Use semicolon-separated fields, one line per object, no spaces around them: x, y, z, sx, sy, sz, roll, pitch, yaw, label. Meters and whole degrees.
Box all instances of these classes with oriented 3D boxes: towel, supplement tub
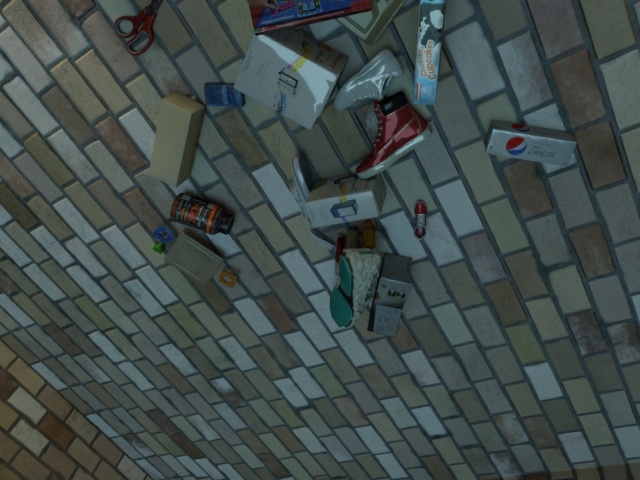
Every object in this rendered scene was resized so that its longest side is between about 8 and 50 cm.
-0.281;-0.424;1.495;0.119;0.029;0.067;6;125;11;towel
-0.393;-0.083;1.718;0.197;0.106;0.106;18;127;1;supplement tub

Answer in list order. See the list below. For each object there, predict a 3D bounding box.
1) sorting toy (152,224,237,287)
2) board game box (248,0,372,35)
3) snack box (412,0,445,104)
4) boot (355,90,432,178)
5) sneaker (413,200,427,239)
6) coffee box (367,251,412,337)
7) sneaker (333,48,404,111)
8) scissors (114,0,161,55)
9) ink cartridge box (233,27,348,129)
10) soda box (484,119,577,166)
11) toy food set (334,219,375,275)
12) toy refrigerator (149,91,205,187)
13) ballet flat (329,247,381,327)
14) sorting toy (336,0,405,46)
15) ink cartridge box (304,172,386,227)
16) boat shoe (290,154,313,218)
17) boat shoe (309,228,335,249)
-0.458;0.064;1.876;0.347;0.047;0.196;35;130;-10;sorting toy
-0.031;-0.582;1.193;0.281;0.027;0.145;-12;97;1;board game box
0.258;-0.505;1.196;0.060;0.187;0.322;6;125;11;snack box
0.163;-0.298;1.434;0.244;0.088;0.176;-36;109;23;boot
0.306;-0.058;1.571;0.042;0.067;0.119;0;124;14;sneaker
0.231;0.183;1.715;0.098;0.141;0.247;12;126;6;coffee box
0.126;-0.400;1.357;0.212;0.080;0.094;-39;83;32;sneaker
-0.456;-0.626;1.409;0.297;0.021;0.109;-27;111;28;scissors
-0.071;-0.439;1.340;0.232;0.171;0.168;28;126;-5;ink cartridge box
0.554;-0.260;1.363;0.215;0.069;0.074;11;126;7;soda box
0.106;0.035;1.693;0.111;0.105;0.232;7;145;-6;toy food set
-0.443;-0.308;1.583;0.102;0.094;0.270;27;126;4;toy refrigerator
0.122;0.160;1.674;0.146;0.147;0.409;15;145;4;ballet flat
0.125;-0.658;1.221;0.229;0.041;0.307;37;125;-6;sorting toy
0.077;-0.128;1.529;0.212;0.154;0.093;-7;121;20;ink cartridge box
-0.060;-0.155;1.590;0.075;0.083;0.226;-9;122;19;boat shoe
0.000;0.000;1.716;0.100;0.035;0.035;30;124;-15;boat shoe
